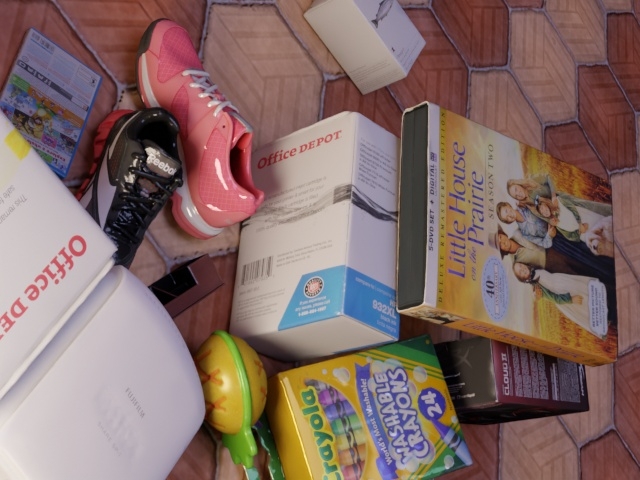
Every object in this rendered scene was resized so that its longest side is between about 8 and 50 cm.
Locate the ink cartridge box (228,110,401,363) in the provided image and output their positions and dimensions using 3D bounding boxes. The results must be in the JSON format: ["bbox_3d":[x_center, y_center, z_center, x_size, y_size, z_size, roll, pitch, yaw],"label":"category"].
[{"bbox_3d":[0.000,0.000,1.601,0.129,0.223,0.308,26,59,-40],"label":"ink cartridge box"}]

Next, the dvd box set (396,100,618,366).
[{"bbox_3d":[0.287,0.000,1.660,0.420,0.062,0.308,18,66,-36],"label":"dvd box set"}]

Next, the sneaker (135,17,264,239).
[{"bbox_3d":[-0.153,-0.166,1.551,0.116,0.136,0.314,-13,87,-58],"label":"sneaker"}]

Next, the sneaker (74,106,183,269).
[{"bbox_3d":[-0.246,-0.059,1.428,0.097,0.135,0.276,34,56,-37],"label":"sneaker"}]

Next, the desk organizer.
[{"bbox_3d":[-0.193,0.069,1.505,0.130,0.047,0.050,-35,101,-47],"label":"desk organizer"}]

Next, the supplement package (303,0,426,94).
[{"bbox_3d":[0.076,-0.358,1.890,0.179,0.105,0.105,50,47,-23],"label":"supplement package"}]

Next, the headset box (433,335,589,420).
[{"bbox_3d":[0.261,0.229,1.806,0.293,0.218,0.110,13,68,-45],"label":"headset box"}]

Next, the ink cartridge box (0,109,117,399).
[{"bbox_3d":[-0.446,-0.025,1.182,0.385,0.160,0.279,53,46,-20],"label":"ink cartridge box"}]

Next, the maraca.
[{"bbox_3d":[-0.119,0.210,1.484,0.099,0.127,0.186,-11,92,-23],"label":"maraca"}]

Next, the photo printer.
[{"bbox_3d":[-0.263,0.200,1.312,0.307,0.107,0.256,-55,132,-42],"label":"photo printer"}]

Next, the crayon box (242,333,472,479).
[{"bbox_3d":[0.044,0.268,1.585,0.322,0.083,0.203,-11,77,-32],"label":"crayon box"}]

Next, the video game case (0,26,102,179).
[{"bbox_3d":[-0.354,-0.177,1.440,0.119,0.015,0.166,36,53,-35],"label":"video game case"}]
